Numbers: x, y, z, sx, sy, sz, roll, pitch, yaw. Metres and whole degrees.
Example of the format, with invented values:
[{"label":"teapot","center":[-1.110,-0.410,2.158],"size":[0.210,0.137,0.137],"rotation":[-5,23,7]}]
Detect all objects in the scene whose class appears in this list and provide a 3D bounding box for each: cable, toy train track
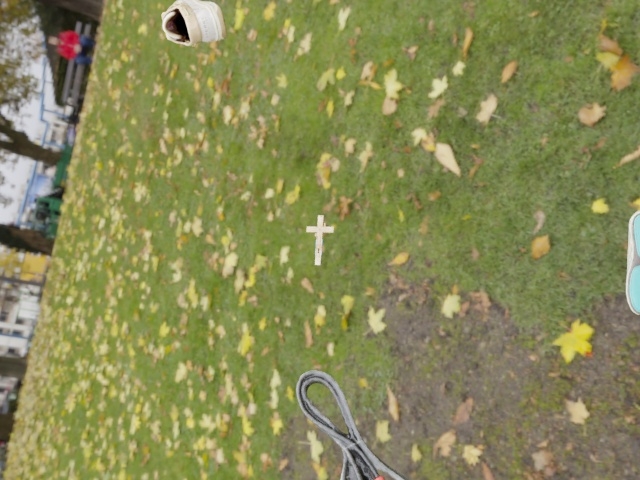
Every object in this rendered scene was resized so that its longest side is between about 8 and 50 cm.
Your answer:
[{"label":"cable","center":[0.055,0.308,0.869],"size":[0.072,0.139,0.287],"rotation":[68,-177,-70]},{"label":"toy train track","center":[0.000,0.000,1.045],"size":[0.014,0.048,0.083],"rotation":[22,-109,-70]}]

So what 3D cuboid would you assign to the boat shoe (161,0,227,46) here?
[{"label":"boat shoe","center":[-0.186,-0.297,0.849],"size":[0.170,0.059,0.063],"rotation":[29,137,54]}]

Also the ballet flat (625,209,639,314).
[{"label":"ballet flat","center":[0.522,0.035,1.007],"size":[0.052,0.057,0.168],"rotation":[6,-92,-72]}]
